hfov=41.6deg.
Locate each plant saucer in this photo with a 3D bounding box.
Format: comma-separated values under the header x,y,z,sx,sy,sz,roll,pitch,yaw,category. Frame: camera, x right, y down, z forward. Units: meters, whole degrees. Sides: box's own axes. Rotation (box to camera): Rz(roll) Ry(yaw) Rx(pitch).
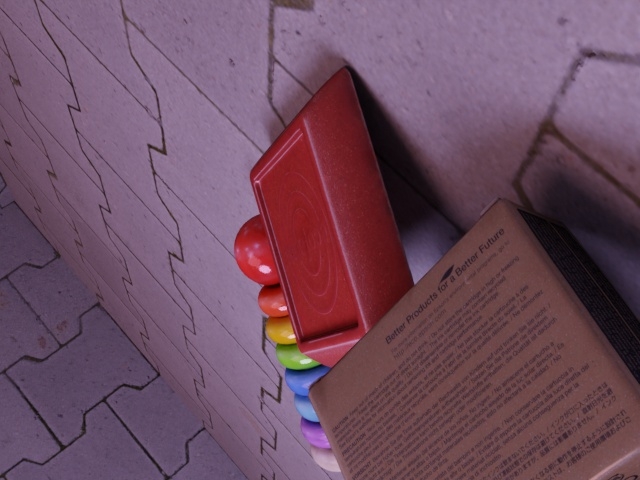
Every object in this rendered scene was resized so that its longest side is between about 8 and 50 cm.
x,y,z,sx,sy,sz,roll,pitch,yaw,category
0.000,0.000,0.821,0.258,0.047,0.259,148,106,-69,plant saucer

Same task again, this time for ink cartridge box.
x,y,z,sx,sy,sz,roll,pitch,yaw,category
0.118,0.120,0.595,0.235,0.088,0.193,-49,47,29,ink cartridge box

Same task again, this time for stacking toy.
x,y,z,sx,sy,sz,roll,pitch,yaw,category
-0.010,0.118,1.046,0.141,0.141,0.330,6,125,62,stacking toy
